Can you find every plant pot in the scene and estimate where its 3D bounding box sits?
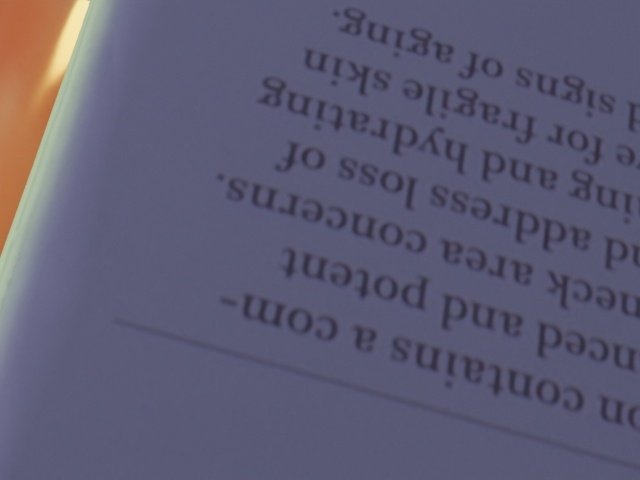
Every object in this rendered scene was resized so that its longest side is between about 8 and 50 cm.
[{"bbox_3d":[-0.175,-0.109,1.224,0.243,0.275,0.275,-55,30,20],"label":"plant pot"}]

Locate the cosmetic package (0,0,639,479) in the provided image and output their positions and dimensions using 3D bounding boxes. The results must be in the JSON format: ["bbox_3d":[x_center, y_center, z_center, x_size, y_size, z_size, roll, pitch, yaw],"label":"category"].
[{"bbox_3d":[0.056,0.027,0.587,0.327,0.329,0.393,118,167,-54],"label":"cosmetic package"}]
